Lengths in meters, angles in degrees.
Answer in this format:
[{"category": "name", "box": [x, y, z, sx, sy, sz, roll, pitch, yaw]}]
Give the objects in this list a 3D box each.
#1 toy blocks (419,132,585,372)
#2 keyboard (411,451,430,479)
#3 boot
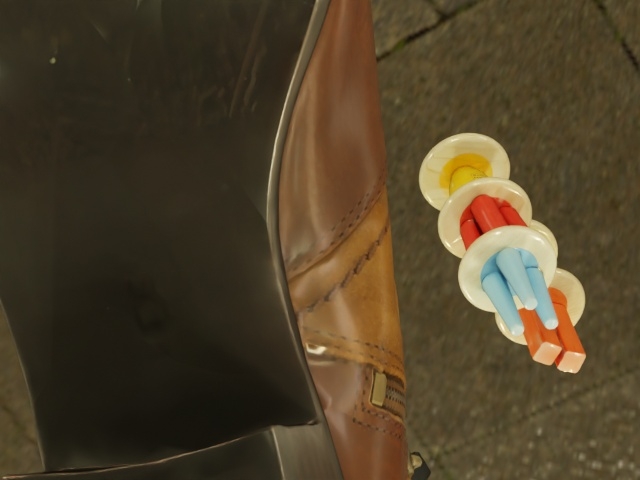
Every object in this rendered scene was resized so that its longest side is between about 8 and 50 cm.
[{"category": "toy blocks", "box": [0.109, 0.024, 0.890, 0.054, 0.148, 0.123, -29, 123, 9]}, {"category": "keyboard", "box": [-0.005, 0.166, 0.649, 0.038, 0.192, 0.100, 45, 140, -10]}, {"category": "boot", "box": [0.000, 0.000, 0.456, 0.096, 0.280, 0.264, -13, 82, 12]}]
